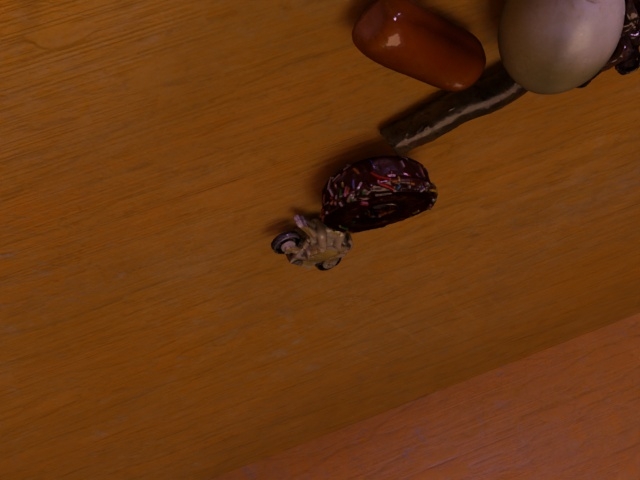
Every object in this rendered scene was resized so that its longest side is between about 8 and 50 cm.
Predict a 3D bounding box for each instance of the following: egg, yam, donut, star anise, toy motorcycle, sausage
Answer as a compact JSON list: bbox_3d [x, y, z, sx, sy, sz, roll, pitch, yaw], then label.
[{"bbox_3d":[0.376,-0.336,1.352,0.186,0.187,0.253,-17,151,-13],"label":"egg"},{"bbox_3d":[0.260,-0.244,1.548,0.317,0.067,0.071,-27,165,8],"label":"yam"},{"bbox_3d":[0.107,-0.090,1.640,0.234,0.089,0.235,-10,161,-4],"label":"donut"},{"bbox_3d":[0.518,-0.348,1.534,0.220,0.099,0.214,-40,144,28],"label":"star anise"},{"bbox_3d":[0.000,0.000,1.766,0.151,0.074,0.228,-37,147,19],"label":"toy motorcycle"},{"bbox_3d":[0.162,-0.303,1.342,0.274,0.105,0.105,10,137,-46],"label":"sausage"}]
